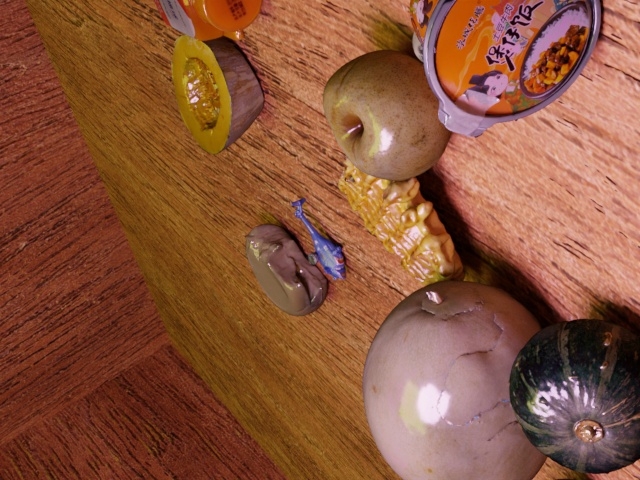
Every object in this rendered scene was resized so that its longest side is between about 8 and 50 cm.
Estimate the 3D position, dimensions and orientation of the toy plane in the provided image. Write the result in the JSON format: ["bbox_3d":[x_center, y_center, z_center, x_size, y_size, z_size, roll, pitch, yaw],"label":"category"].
[{"bbox_3d":[0.000,0.000,2.116,0.167,0.054,0.062,55,137,10],"label":"toy plane"}]

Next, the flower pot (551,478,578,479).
[{"bbox_3d":[0.344,0.434,1.652,0.235,0.235,0.148,79,174,-47],"label":"flower pot"}]

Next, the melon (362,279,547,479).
[{"bbox_3d":[0.185,0.196,1.551,0.268,0.268,0.330,40,156,47],"label":"melon"}]

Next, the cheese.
[{"bbox_3d":[-0.061,0.069,2.315,0.202,0.091,0.175,41,155,41],"label":"cheese"}]

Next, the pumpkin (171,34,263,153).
[{"bbox_3d":[-0.173,-0.270,2.073,0.217,0.110,0.217,49,149,44],"label":"pumpkin"}]

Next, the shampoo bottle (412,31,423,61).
[{"bbox_3d":[0.175,-0.194,1.259,0.162,0.079,0.079,45,158,38],"label":"shampoo bottle"}]

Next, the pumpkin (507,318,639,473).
[{"bbox_3d":[0.310,0.180,1.358,0.190,0.190,0.146,60,-156,-4],"label":"pumpkin"}]

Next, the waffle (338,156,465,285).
[{"bbox_3d":[0.105,-0.045,1.661,0.309,0.065,0.283,41,167,49],"label":"waffle"}]

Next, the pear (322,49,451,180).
[{"bbox_3d":[0.087,-0.159,1.466,0.167,0.137,0.167,49,156,31],"label":"pear"}]

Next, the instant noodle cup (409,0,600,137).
[{"bbox_3d":[0.162,-0.220,1.133,0.178,0.208,0.125,35,-165,-36],"label":"instant noodle cup"}]

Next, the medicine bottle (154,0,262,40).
[{"bbox_3d":[-0.186,-0.402,1.851,0.222,0.112,0.149,35,150,53],"label":"medicine bottle"}]
